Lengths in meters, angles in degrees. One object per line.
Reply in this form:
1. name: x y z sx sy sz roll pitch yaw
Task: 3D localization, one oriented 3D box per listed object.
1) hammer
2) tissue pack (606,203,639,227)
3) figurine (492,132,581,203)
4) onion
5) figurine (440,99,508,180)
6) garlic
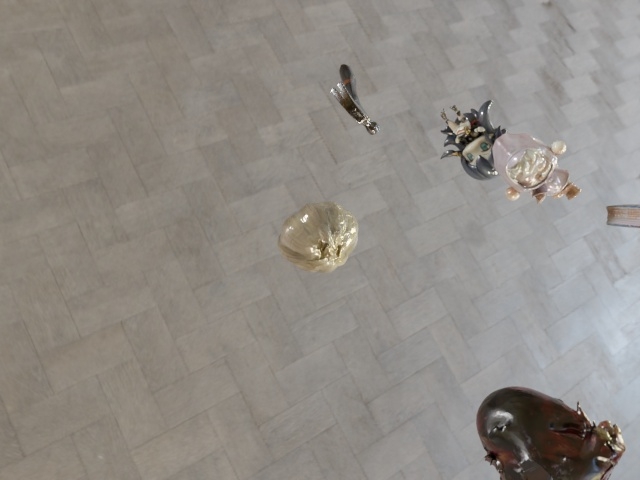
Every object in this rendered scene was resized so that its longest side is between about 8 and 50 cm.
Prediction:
1. hammer: 0.075 -0.382 1.378 0.137 0.037 0.290 38 26 -31
2. tissue pack: 0.860 -0.064 1.442 0.115 0.155 0.065 -1 94 -10
3. figurine: 0.581 -0.190 1.467 0.276 0.200 0.133 27 30 -25
4. onion: 0.450 0.428 1.126 0.221 0.281 0.281 -5 69 -50
5. figurine: 0.514 -0.323 1.775 0.197 0.175 0.265 -16 86 -27
6. garlic: 0.001 -0.003 1.474 0.228 0.228 0.152 -7 46 -23
